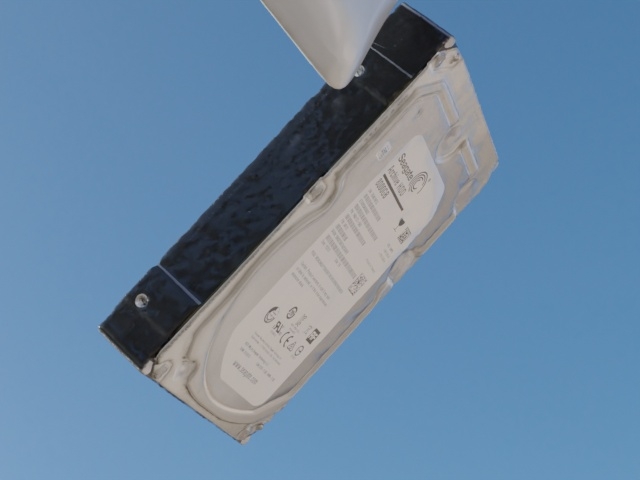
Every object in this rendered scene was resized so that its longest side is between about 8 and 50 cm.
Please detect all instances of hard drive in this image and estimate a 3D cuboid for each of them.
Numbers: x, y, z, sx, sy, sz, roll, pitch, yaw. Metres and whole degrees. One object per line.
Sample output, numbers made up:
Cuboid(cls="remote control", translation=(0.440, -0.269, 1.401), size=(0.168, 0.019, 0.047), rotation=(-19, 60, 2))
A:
Cuboid(cls="hard drive", translation=(0.000, 0.000, 1.059), size=(0.339, 0.064, 0.237), rotation=(-48, -26, -7))

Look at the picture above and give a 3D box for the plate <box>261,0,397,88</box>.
Cuboid(cls="plate", translation=(-0.017, -0.274, 0.887), size=(0.045, 0.278, 0.277), rotation=(-27, -70, 35))
